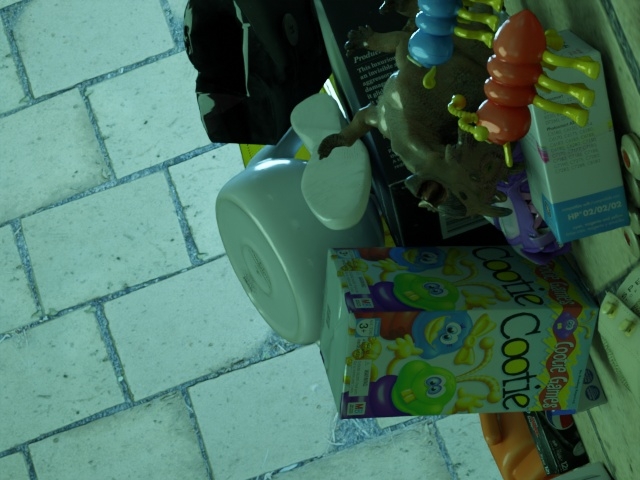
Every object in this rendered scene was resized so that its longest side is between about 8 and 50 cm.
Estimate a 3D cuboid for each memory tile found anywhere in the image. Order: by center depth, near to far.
[{"bbox_3d":[0.260,-0.005,0.915,0.148,0.012,0.113,69,-179,-53],"label":"memory tile"}]

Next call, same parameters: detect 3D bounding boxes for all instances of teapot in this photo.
[{"bbox_3d":[0.000,0.000,1.485,0.252,0.187,0.256,38,149,49],"label":"teapot"}]

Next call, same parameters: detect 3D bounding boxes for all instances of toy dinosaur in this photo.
[{"bbox_3d":[0.127,-0.129,1.051,0.200,0.296,0.127,28,155,18],"label":"toy dinosaur"}]

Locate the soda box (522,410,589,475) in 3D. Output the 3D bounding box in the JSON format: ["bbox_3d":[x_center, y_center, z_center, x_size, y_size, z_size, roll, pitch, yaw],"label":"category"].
[{"bbox_3d":[0.348,0.271,1.797,0.060,0.053,0.169,127,124,-73],"label":"soda box"}]

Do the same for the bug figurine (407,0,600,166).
[{"bbox_3d":[0.118,-0.184,0.822,0.279,0.072,0.216,-113,31,-65],"label":"bug figurine"}]

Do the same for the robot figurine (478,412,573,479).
[{"bbox_3d":[0.336,0.322,1.923,0.219,0.158,0.128,-109,14,-58],"label":"robot figurine"}]

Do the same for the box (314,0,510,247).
[{"bbox_3d":[0.125,-0.153,1.385,0.296,0.182,0.294,69,-177,-66],"label":"box"}]

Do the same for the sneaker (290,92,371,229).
[{"bbox_3d":[0.026,-0.072,1.276,0.094,0.080,0.212,56,-166,-38],"label":"sneaker"}]

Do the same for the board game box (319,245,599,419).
[{"bbox_3d":[0.149,0.100,1.325,0.142,0.275,0.144,-109,21,-60],"label":"board game box"}]

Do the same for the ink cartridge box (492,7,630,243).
[{"bbox_3d":[0.191,-0.103,0.939,0.104,0.061,0.181,-98,-7,-70],"label":"ink cartridge box"}]

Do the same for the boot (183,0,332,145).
[{"bbox_3d":[-0.053,-0.368,1.510,0.445,0.146,0.367,-47,-58,-49],"label":"boot"}]

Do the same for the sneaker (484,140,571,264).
[{"bbox_3d":[0.214,-0.044,1.182,0.105,0.095,0.236,63,-177,25],"label":"sneaker"}]

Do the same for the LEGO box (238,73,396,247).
[{"bbox_3d":[0.069,-0.101,1.856,0.372,0.193,0.500,37,-164,-25],"label":"LEGO box"}]

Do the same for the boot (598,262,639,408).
[{"bbox_3d":[0.243,0.066,0.760,0.203,0.095,0.262,-107,-7,-54],"label":"boot"}]

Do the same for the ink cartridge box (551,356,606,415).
[{"bbox_3d":[0.288,0.115,1.480,0.097,0.046,0.207,124,126,-78],"label":"ink cartridge box"}]

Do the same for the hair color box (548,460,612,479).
[{"bbox_3d":[0.341,0.439,1.507,0.339,0.185,0.110,-107,-5,-68],"label":"hair color box"}]
